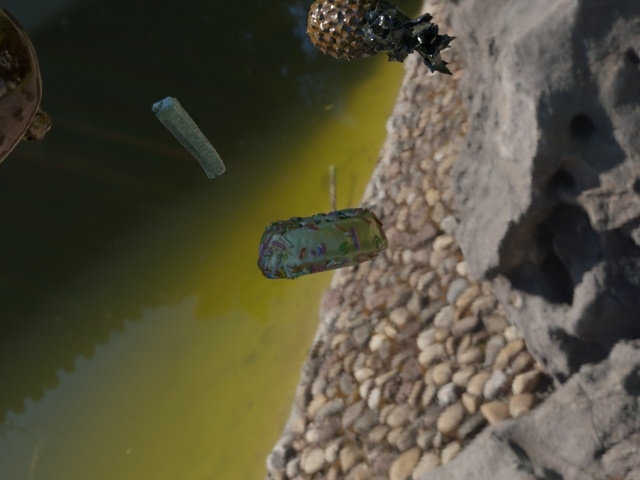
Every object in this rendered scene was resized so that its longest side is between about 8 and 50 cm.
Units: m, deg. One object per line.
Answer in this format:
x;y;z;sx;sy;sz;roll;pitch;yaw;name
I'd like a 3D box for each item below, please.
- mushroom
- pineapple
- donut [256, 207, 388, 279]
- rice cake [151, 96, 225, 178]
-0.669;-0.278;1.709;0.345;0.345;0.239;-41;7;-19;mushroom
0.091;-0.313;1.424;0.125;0.125;0.251;-43;45;-21;pineapple
0.000;0.000;1.187;0.174;0.068;0.174;-11;5;1;donut
-0.242;-0.191;1.777;0.045;0.245;0.042;-26;59;7;rice cake
